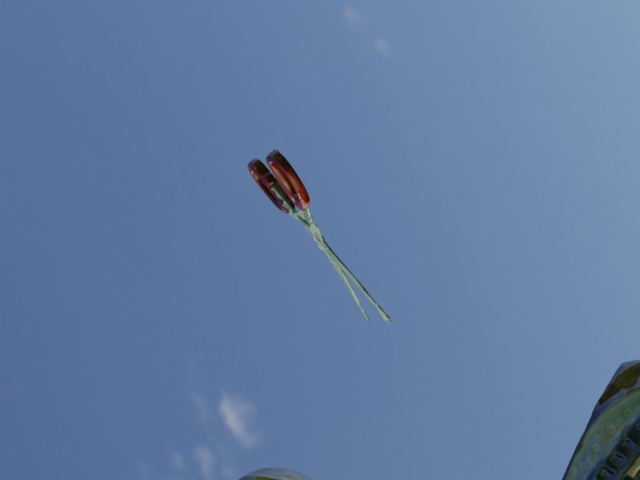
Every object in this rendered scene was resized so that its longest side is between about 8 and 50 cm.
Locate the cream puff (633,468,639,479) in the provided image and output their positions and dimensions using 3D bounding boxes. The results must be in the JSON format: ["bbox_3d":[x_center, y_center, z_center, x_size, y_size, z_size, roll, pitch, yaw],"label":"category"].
[{"bbox_3d":[0.577,0.323,1.912,0.274,0.323,0.270,41,-113,-37],"label":"cream puff"}]

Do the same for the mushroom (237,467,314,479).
[{"bbox_3d":[-0.091,0.382,1.401,0.159,0.122,0.329,29,-120,-16],"label":"mushroom"}]

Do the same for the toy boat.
[{"bbox_3d":[0.321,0.239,1.383,0.115,0.262,0.114,26,-171,21],"label":"toy boat"}]

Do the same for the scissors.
[{"bbox_3d":[0.000,0.000,1.608,0.017,0.144,0.248,-37,-82,-14],"label":"scissors"}]
